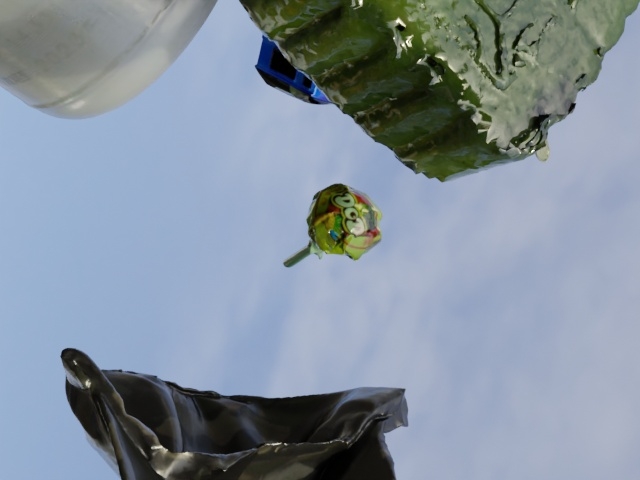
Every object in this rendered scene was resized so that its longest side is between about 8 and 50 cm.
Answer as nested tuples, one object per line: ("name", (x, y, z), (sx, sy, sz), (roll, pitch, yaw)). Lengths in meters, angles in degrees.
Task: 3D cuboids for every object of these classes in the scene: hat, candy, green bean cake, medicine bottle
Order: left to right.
("medicine bottle", (-0.241, -0.263, 1.311), (0.245, 0.306, 0.245), (-33, -142, 30))
("hat", (-0.083, 0.253, 1.582), (0.257, 0.366, 0.381), (125, -31, -49))
("candy", (0.000, 0.000, 1.397), (0.058, 0.062, 0.194), (-31, 178, -21))
("green bean cake", (0.078, -0.162, 1.078), (0.200, 0.214, 0.113), (-52, -164, -25))

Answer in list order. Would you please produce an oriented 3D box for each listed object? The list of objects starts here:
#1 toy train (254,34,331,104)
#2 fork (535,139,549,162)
("toy train", (0.044, -0.163, 1.405), (0.204, 0.083, 0.131), (31, -66, 42))
("fork", (0.196, -0.117, 1.410), (0.219, 0.028, 0.034), (87, 21, -64))
